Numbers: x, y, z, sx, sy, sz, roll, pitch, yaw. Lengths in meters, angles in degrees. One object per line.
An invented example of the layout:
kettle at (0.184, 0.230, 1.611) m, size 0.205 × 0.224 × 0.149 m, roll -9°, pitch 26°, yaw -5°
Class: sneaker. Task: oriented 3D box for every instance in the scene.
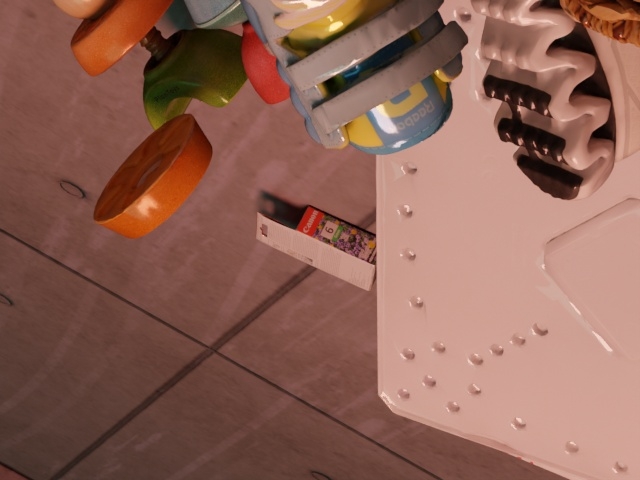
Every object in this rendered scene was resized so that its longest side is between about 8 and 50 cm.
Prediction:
sneaker at (0.006, -0.157, 1.108) m, size 0.208 × 0.127 × 0.319 m, roll 61°, pitch -175°, yaw 9°
sneaker at (0.138, -0.170, 1.117) m, size 0.110 × 0.118 × 0.292 m, roll 38°, pitch 151°, yaw 55°

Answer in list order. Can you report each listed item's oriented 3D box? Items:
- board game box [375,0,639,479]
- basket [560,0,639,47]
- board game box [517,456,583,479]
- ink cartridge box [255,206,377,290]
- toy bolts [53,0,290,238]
board game box at (0.221, 0.016, 1.323) m, size 0.390 × 0.050 × 0.390 m, roll 17°, pitch 132°, yaw 22°
basket at (0.255, -0.145, 0.910) m, size 0.299 × 0.213 × 0.223 m, roll 12°, pitch 152°, yaw 33°
board game box at (0.223, 0.125, 1.574) m, size 0.147 × 0.193 × 0.045 m, roll 22°, pitch 121°, yaw 10°
ink cartridge box at (0.000, 0.000, 1.744) m, size 0.115 × 0.029 × 0.063 m, roll 25°, pitch 158°, yaw 7°
toy bolts at (-0.112, -0.141, 1.369) m, size 0.158 × 0.218 × 0.228 m, roll 43°, pitch 135°, yaw -20°
